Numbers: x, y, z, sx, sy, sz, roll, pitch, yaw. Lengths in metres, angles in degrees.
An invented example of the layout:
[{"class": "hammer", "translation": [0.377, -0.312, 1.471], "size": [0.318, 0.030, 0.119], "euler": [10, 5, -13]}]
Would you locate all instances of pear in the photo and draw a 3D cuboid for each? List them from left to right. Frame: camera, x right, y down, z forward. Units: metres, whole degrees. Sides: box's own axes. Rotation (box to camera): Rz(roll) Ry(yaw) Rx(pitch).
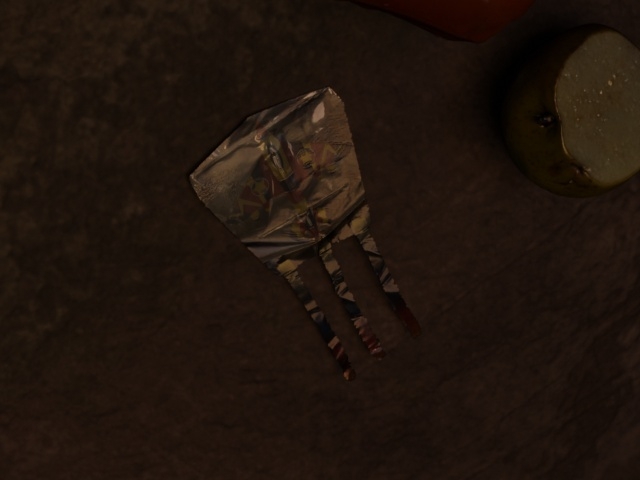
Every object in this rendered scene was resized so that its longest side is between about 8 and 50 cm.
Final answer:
[{"class": "pear", "translation": [0.202, -0.104, 1.598], "size": [0.141, 0.104, 0.141], "euler": [-2, 93, -40]}]

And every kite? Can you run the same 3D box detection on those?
[{"class": "kite", "translation": [0.000, 0.000, 1.601], "size": [0.141, 0.015, 0.245], "euler": [-32, 112, -7]}]

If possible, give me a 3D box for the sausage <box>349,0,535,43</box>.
[{"class": "sausage", "translation": [0.056, -0.229, 1.487], "size": [0.258, 0.133, 0.133], "euler": [14, 102, -21]}]
